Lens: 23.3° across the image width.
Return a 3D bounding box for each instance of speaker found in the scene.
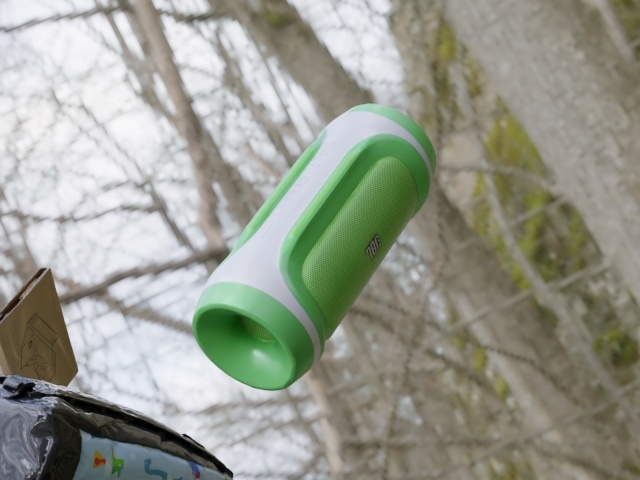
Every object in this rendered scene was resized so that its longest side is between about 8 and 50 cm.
[{"bbox_3d":[0.000,0.000,1.460,0.296,0.131,0.131,-54,0,-37],"label":"speaker"}]

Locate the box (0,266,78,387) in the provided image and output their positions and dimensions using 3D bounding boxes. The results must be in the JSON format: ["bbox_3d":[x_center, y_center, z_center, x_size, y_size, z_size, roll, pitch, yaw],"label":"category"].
[{"bbox_3d":[-0.436,0.168,2.375,0.021,0.201,0.164,4,34,21],"label":"box"}]

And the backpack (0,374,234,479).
[{"bbox_3d":[-0.274,0.291,1.834,0.290,0.273,0.356,4,-3,43],"label":"backpack"}]
